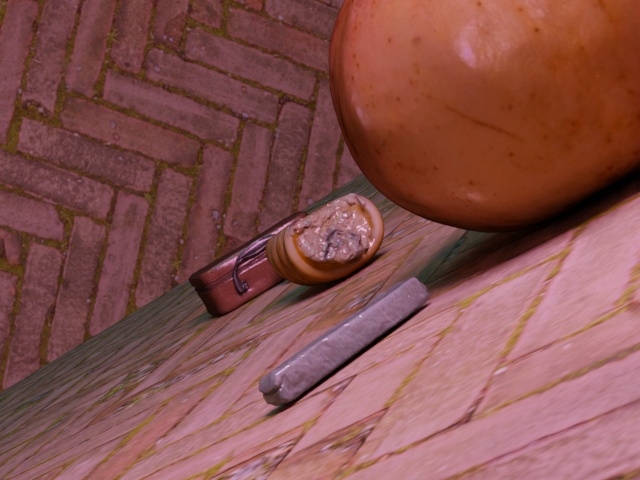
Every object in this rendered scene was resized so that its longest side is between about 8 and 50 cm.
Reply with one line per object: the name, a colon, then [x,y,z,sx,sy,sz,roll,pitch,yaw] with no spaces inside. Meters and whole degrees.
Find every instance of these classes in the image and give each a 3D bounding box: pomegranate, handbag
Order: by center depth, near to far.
pomegranate: [0.155,-0.177,1.221,0.338,0.338,0.338,-30,4,2]
handbag: [-0.088,0.033,2.091,0.193,0.072,0.151,-29,4,-7]

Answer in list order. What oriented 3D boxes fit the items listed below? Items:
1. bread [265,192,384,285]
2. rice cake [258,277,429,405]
bread: [0.005,0.003,1.701,0.119,0.084,0.177,-30,3,-16]
rice cake: [0.020,0.076,1.132,0.170,0.029,0.033,-34,1,-36]
